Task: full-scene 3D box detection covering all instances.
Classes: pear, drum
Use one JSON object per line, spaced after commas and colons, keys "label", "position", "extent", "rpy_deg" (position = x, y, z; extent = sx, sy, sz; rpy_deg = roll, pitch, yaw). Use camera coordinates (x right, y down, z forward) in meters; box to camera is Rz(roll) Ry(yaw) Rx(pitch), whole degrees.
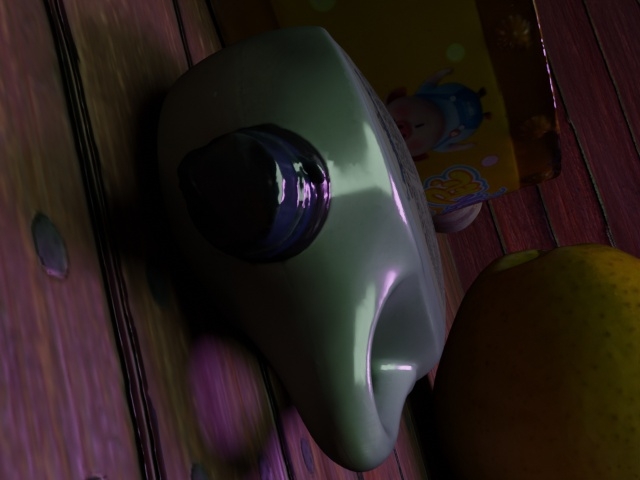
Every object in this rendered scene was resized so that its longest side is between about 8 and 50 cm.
{"label": "pear", "position": [0.308, 0.205, 1.050], "extent": [0.362, 0.362, 0.418], "rpy_deg": [6, 64, -79]}
{"label": "drum", "position": [0.050, -0.216, 0.790], "extent": [0.431, 0.214, 0.431], "rpy_deg": [-17, 90, -81]}

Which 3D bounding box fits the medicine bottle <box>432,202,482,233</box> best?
{"label": "medicine bottle", "position": [0.221, -0.105, 1.690], "extent": [0.322, 0.151, 0.151], "rpy_deg": [34, 40, -74]}

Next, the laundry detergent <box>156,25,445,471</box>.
{"label": "laundry detergent", "position": [0.000, 0.000, 0.447], "extent": [0.280, 0.105, 0.215], "rpy_deg": [-10, 85, -82]}
